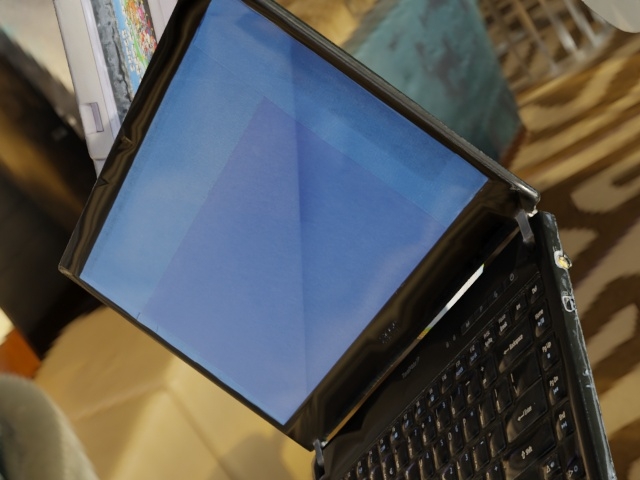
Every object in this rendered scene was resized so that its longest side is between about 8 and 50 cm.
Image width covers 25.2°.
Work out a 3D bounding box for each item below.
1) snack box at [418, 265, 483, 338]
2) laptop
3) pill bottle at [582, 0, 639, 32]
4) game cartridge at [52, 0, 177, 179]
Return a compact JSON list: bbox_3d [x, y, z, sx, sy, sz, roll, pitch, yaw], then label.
[{"bbox_3d":[0.000,0.000,0.883,0.174,0.207,0.070,7,75,18],"label":"snack box"},{"bbox_3d":[-0.011,0.071,0.572,0.234,0.136,0.264,125,145,-51],"label":"laptop"},{"bbox_3d":[0.294,-0.297,0.871,0.363,0.210,0.210,-35,20,-2],"label":"pill bottle"},{"bbox_3d":[-0.174,-0.211,1.282,0.068,0.355,0.230,-10,12,8],"label":"game cartridge"}]
